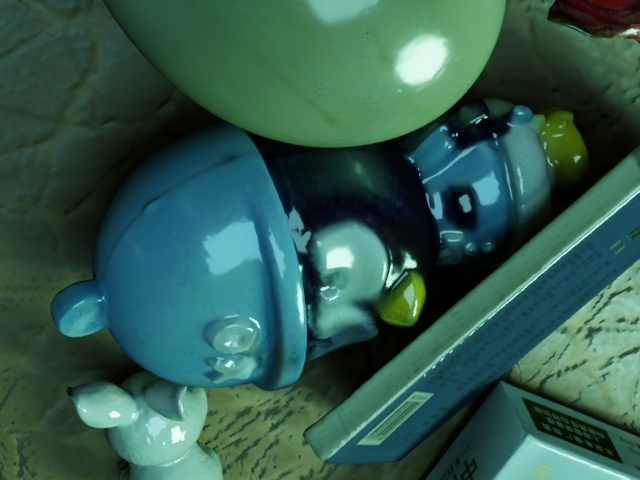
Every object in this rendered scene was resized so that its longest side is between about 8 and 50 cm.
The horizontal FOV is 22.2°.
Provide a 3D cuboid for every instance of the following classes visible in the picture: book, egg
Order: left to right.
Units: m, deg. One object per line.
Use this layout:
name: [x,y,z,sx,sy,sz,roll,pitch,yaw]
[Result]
egg: [-0.019,-0.152,0.813,0.241,0.186,0.186,38,102,-8]
book: [0.120,0.041,0.981,0.269,0.025,0.191,-42,164,7]

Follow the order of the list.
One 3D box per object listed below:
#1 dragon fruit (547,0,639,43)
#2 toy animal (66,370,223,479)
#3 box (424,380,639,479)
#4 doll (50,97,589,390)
dragon fruit: [0.170,-0.220,0.847,0.192,0.193,0.274,-14,123,22]
toy animal: [-0.102,0.122,1.000,0.071,0.085,0.124,-8,117,6]
box: [0.185,0.206,1.122,0.243,0.067,0.155,22,116,-24]
doll: [0.000,0.000,0.926,0.314,0.141,0.177,-16,145,-14]
